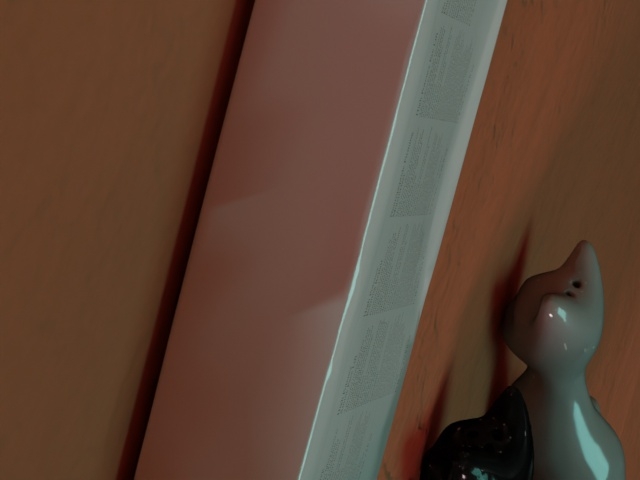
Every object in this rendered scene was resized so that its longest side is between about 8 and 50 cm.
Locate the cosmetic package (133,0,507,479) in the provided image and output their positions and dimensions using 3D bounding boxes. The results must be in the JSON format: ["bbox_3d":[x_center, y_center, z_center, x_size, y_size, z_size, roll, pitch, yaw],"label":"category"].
[{"bbox_3d":[0.000,0.000,0.563,0.099,0.060,0.239,-4,110,-73],"label":"cosmetic package"}]

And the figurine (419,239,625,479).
[{"bbox_3d":[0.120,0.130,0.984,0.215,0.092,0.209,-57,151,-42],"label":"figurine"}]
